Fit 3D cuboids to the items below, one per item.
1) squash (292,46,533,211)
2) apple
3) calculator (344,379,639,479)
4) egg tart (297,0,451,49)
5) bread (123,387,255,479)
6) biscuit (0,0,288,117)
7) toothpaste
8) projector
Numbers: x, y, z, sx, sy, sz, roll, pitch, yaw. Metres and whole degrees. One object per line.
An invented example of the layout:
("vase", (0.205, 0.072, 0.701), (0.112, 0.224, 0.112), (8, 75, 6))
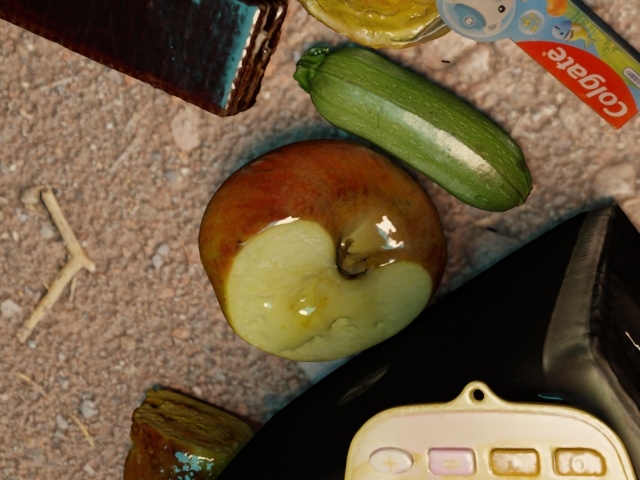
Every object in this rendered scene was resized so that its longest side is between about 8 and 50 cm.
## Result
("squash", (0.076, -0.095, 0.836), (0.219, 0.077, 0.068), (30, 72, 9))
("apple", (0.000, 0.000, 0.838), (0.195, 0.160, 0.173), (16, 144, -22))
("calculator", (0.089, 0.182, 0.510), (0.157, 0.033, 0.236), (-2, 100, 19))
("egg tart", (0.054, -0.253, 0.790), (0.212, 0.090, 0.212), (4, 107, 13))
("bread", (-0.137, 0.248, 0.996), (0.132, 0.103, 0.172), (19, 111, 12))
("biscuit", (-0.220, -0.229, 0.895), (0.388, 0.073, 0.107), (25, 111, 11))
("toothpaste", (0.164, -0.154, 0.761), (0.193, 0.044, 0.070), (34, 118, -23))
("projector", (0.098, 0.202, 0.742), (0.405, 0.395, 0.242), (-36, 93, 23))
